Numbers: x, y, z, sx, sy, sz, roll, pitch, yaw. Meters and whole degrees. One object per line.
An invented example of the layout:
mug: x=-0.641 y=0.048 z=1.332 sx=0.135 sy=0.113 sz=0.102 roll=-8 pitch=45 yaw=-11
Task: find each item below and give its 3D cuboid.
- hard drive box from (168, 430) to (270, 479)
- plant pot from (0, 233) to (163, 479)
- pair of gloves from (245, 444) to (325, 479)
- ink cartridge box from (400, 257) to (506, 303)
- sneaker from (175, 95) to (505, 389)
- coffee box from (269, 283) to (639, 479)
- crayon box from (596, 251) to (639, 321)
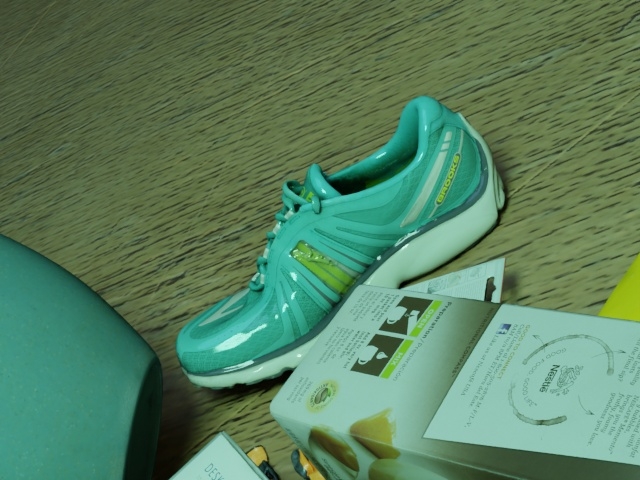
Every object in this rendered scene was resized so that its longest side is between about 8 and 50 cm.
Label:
hard drive box: x=-0.084 y=0.245 z=0.783 sx=0.232 sy=0.089 sz=0.181 roll=-42 pitch=30 yaw=-7
plant pot: x=-0.215 y=0.131 z=0.948 sx=0.195 sy=0.290 sz=0.290 roll=8 pitch=40 yaw=2
pair of gloves: x=-0.023 y=0.151 z=0.927 sx=0.083 sy=0.010 sz=0.074 roll=-31 pitch=30 yaw=13
ink cartridge box: x=0.076 y=0.056 z=0.936 sx=0.115 sy=0.029 sz=0.063 roll=-19 pitch=34 yaw=28
sneaker: x=0.000 y=0.000 z=1.014 sx=0.275 sy=0.110 sz=0.107 roll=-38 pitch=30 yaw=0
coffee box: x=0.109 y=0.112 z=0.708 sx=0.246 sy=0.141 sz=0.098 roll=5 pitch=50 yaw=51
crayon box: x=0.328 y=-0.057 z=0.634 sx=0.313 sy=0.106 sz=0.363 roll=-50 pitch=11 yaw=-22
